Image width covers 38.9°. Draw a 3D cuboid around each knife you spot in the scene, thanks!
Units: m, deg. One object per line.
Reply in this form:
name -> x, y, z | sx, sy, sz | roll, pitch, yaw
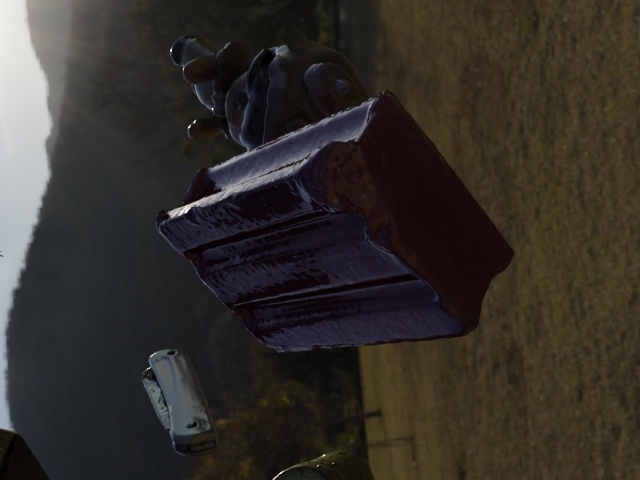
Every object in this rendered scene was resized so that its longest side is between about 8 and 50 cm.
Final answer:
knife -> -0.188, 0.212, 1.203 | 0.265, 0.073, 0.040 | -139, 46, -65

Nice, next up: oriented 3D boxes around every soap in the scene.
soap -> 0.000, 0.000, 0.984 | 0.233, 0.128, 0.360 | 49, 148, -19

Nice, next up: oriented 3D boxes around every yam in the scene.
yam -> -0.001, 0.228, 0.803 | 0.146, 0.070, 0.069 | 18, -114, -71

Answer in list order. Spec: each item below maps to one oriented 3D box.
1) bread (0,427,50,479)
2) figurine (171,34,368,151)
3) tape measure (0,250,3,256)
bread -> -0.466, 0.325, 1.162 | 0.142, 0.212, 0.224 | -85, -11, -46
figurine -> -0.074, -0.200, 1.350 | 0.381, 0.203, 0.248 | 31, 137, 37
tape measure -> -0.606, -0.072, 1.334 | 0.330, 0.084, 0.164 | 47, 149, -17
